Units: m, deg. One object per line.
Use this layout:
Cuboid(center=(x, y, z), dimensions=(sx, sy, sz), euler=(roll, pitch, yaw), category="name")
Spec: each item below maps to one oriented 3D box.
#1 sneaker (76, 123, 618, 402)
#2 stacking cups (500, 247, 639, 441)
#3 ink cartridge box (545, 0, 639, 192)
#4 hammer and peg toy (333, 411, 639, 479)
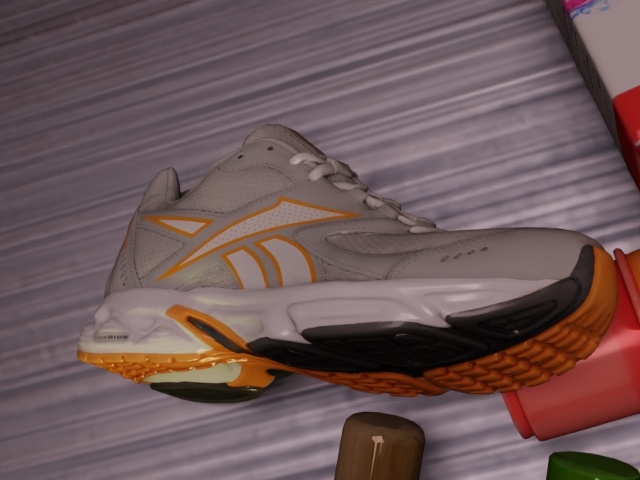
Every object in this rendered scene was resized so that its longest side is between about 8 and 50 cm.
Cuboid(center=(0.000, 0.000, 0.513), dimensions=(0.262, 0.099, 0.121), euler=(-6, 67, 37), category="sneaker")
Cuboid(center=(0.221, 0.003, 0.487), dimensions=(0.316, 0.096, 0.096), euler=(-18, 75, 10), category="stacking cups")
Cuboid(center=(0.172, -0.108, 0.517), dimensions=(0.134, 0.078, 0.231), euler=(-23, 66, 9), category="ink cartridge box")
Cuboid(center=(0.130, 0.164, 0.388), dimensions=(0.361, 0.266, 0.127), euler=(10, 96, 16), category="hammer and peg toy")
